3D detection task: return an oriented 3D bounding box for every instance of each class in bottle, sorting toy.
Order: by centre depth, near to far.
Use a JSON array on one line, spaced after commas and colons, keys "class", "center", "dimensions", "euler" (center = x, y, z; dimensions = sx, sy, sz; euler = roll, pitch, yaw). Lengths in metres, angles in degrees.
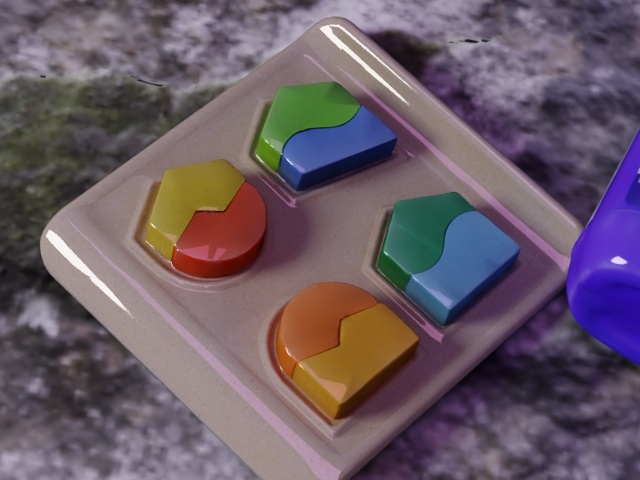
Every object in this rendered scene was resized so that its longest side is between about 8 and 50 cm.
[{"class": "sorting toy", "center": [0.000, 0.000, 0.959], "dimensions": [0.193, 0.038, 0.208], "euler": [43, 65, 16]}, {"class": "bottle", "center": [0.225, -0.059, 0.989], "dimensions": [0.118, 0.092, 0.283], "euler": [28, 61, 4]}]
